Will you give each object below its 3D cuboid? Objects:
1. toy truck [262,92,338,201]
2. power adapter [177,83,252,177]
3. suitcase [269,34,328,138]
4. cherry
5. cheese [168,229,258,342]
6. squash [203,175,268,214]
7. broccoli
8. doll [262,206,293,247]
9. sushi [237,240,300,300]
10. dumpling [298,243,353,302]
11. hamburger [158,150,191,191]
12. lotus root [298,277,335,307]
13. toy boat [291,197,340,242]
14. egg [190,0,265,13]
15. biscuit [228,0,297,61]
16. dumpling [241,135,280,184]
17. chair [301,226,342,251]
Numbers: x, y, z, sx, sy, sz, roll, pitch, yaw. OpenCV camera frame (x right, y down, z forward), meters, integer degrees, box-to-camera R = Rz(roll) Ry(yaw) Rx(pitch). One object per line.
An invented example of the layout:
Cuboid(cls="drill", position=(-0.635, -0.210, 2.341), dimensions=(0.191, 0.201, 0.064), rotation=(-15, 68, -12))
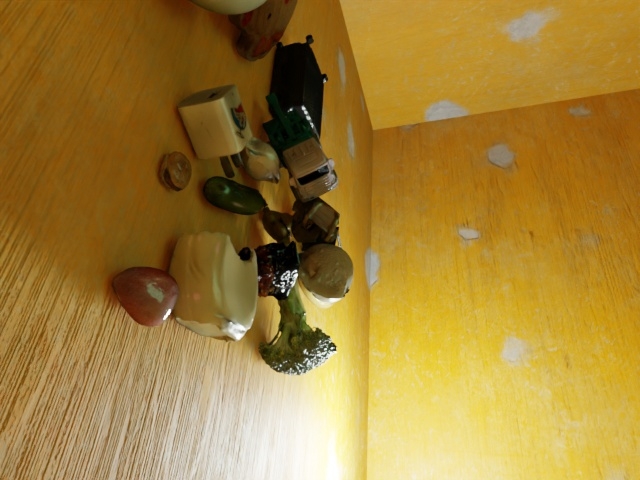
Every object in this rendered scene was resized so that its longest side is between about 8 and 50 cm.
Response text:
Cuboid(cls="toy truck", position=(-0.080, -0.296, 1.505), dimensions=(0.364, 0.176, 0.178), rotation=(63, -2, 32))
Cuboid(cls="power adapter", position=(-0.240, -0.255, 1.153), dimensions=(0.130, 0.125, 0.205), rotation=(-75, 154, -53))
Cuboid(cls="suitcase", position=(-0.078, -0.558, 1.783), dimensions=(0.230, 0.152, 0.335), rotation=(55, 33, -58))
Cuboid(cls="cherry", position=(-0.310, 0.101, 0.857), dimensions=(0.126, 0.086, 0.106), rotation=(49, 34, -69))
Cuboid(cls="cheese", position=(-0.232, 0.101, 1.066), dimensions=(0.266, 0.127, 0.233), rotation=(61, 28, -58))
Cuboid(cls="squash", position=(-0.215, -0.112, 1.283), dimensions=(0.331, 0.087, 0.087), rotation=(10, 75, -75))
Cuboid(cls="broccoli", position=(-0.085, 0.228, 1.452), dimensions=(0.252, 0.221, 0.362), rotation=(-35, 108, -80))
Cuboid(cls="doll", position=(-0.117, -0.037, 1.464), dimensions=(0.137, 0.097, 0.209), rotation=(62, -5, -27))
Cuboid(cls="sushi", position=(-0.156, 0.083, 1.301), dimensions=(0.172, 0.150, 0.153), rotation=(142, -61, -61))
Cuboid(cls="dumpling", position=(-0.007, 0.083, 1.414), dimensions=(0.243, 0.226, 0.175), rotation=(144, -31, -75))
Cuboid(cls="hamburger", position=(-0.310, -0.149, 1.023), dimensions=(0.076, 0.044, 0.083), rotation=(63, 24, -55))
Cuboid(cls="lotus root", position=(-0.010, 0.168, 1.824), dimensions=(0.303, 0.130, 0.146), rotation=(65, 2, -52))
Cuboid(cls="toy boat", position=(-0.034, -0.071, 1.601), dimensions=(0.136, 0.162, 0.445), rotation=(36, 5, -13))
Cuboid(cls="egg", position=(-0.219, -0.665, 1.080), dimensions=(0.336, 0.278, 0.279), rotation=(-5, 90, -71))
Cuboid(cls="biscuit", position=(-0.152, -0.711, 1.403), dimensions=(0.381, 0.074, 0.359), rotation=(-60, 173, -46))
Cuboid(cls="dumpling", position=(-0.183, -0.246, 1.416), dimensions=(0.188, 0.108, 0.127), rotation=(49, 11, -43))
Cuboid(cls="chair", position=(0.000, 0.000, 1.913), dimensions=(0.155, 0.141, 0.260), rotation=(-76, 158, -51))
